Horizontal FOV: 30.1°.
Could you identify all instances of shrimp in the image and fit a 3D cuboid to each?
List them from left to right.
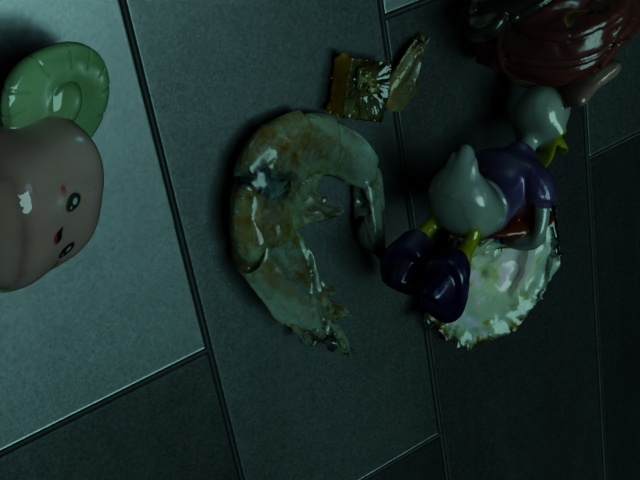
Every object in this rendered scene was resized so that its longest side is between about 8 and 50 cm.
[{"bbox_3d":[0.000,0.000,1.511,0.247,0.085,0.360,-35,123,-28],"label":"shrimp"},{"bbox_3d":[0.115,-0.214,1.533,0.059,0.023,0.108,34,88,-50],"label":"shrimp"}]

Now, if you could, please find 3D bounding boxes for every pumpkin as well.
[{"bbox_3d":[0.051,-0.189,1.476,0.074,0.054,0.083,-2,105,-40],"label":"pumpkin"}]

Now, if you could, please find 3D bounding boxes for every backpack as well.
[{"bbox_3d":[0.300,-0.284,1.510,0.229,0.229,0.139,-42,131,-14],"label":"backpack"}]

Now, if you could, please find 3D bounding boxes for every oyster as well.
[{"bbox_3d":[0.248,0.034,1.697,0.198,0.092,0.259,24,103,-40],"label":"oyster"}]

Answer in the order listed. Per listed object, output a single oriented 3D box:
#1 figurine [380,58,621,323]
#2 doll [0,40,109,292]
[{"bbox_3d":[0.230,-0.085,1.560,0.421,0.154,0.193,-46,138,-24],"label":"figurine"},{"bbox_3d":[-0.327,-0.062,1.194,0.268,0.216,0.284,-34,147,-50],"label":"doll"}]
